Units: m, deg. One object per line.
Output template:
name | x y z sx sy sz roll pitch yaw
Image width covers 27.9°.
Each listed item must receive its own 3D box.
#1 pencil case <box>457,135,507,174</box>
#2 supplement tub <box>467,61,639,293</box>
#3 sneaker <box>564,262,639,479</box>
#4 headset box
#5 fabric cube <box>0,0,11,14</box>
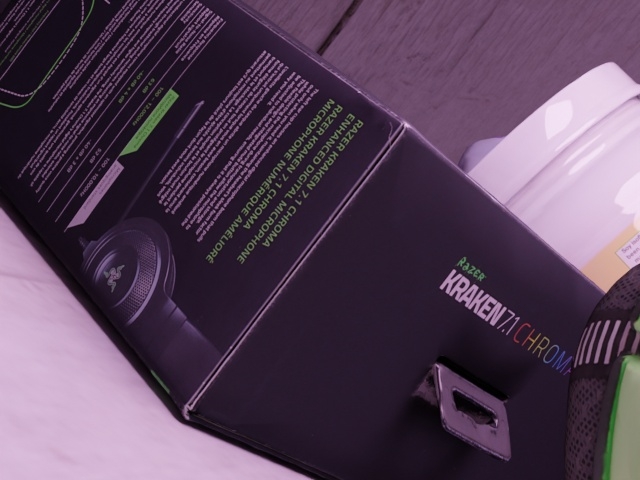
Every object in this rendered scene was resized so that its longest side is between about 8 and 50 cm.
pencil case | 0.195 0.016 1.370 0.124 0.113 0.273 68 24 -44
supplement tub | 0.242 0.065 0.888 0.331 0.241 0.241 49 6 11
sneaker | 0.192 0.144 0.556 0.202 0.185 0.483 29 -11 41
headset box | -0.003 -0.001 0.601 0.246 0.131 0.283 34 5 -47
fabric cube | -0.285 -0.336 1.134 0.258 0.254 0.259 40 5 34
